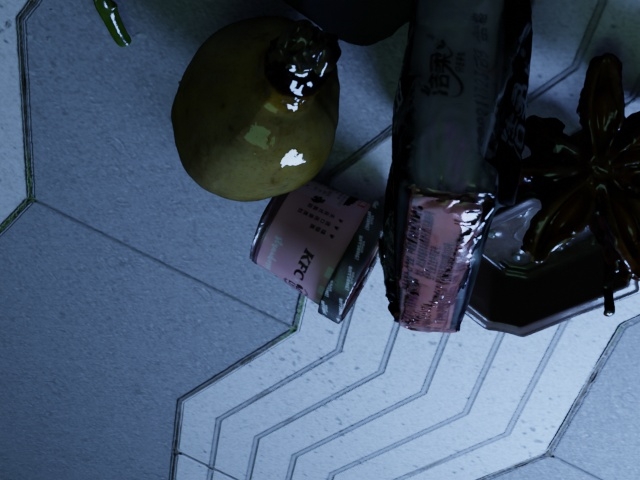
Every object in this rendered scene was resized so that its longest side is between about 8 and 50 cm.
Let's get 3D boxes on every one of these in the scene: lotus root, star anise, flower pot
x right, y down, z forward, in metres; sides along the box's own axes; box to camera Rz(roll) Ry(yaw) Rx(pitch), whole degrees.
[{"bbox_3d":[-0.055,-0.139,1.407,0.182,0.183,0.310,30,163,-11],"label":"lotus root"},{"bbox_3d":[0.274,-0.067,1.373,0.190,0.220,0.126,38,-177,-12],"label":"star anise"},{"bbox_3d":[0.240,0.005,1.555,0.179,0.084,0.251,37,142,-21],"label":"flower pot"}]

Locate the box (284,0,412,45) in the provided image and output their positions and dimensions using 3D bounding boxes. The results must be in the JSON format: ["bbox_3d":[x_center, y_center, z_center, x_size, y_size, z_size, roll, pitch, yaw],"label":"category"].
[{"bbox_3d":[0.005,-0.356,1.212,0.350,0.091,0.359,31,143,-14],"label":"box"}]

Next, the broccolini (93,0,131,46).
[{"bbox_3d":[-0.177,-0.270,1.440,0.123,0.062,0.271,39,154,5],"label":"broccolini"}]

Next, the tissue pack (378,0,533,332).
[{"bbox_3d":[0.123,-0.071,1.329,0.123,0.245,0.332,4,156,1],"label":"tissue pack"}]

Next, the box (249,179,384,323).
[{"bbox_3d":[0.000,0.000,1.627,0.135,0.151,0.151,29,144,6],"label":"box"}]
